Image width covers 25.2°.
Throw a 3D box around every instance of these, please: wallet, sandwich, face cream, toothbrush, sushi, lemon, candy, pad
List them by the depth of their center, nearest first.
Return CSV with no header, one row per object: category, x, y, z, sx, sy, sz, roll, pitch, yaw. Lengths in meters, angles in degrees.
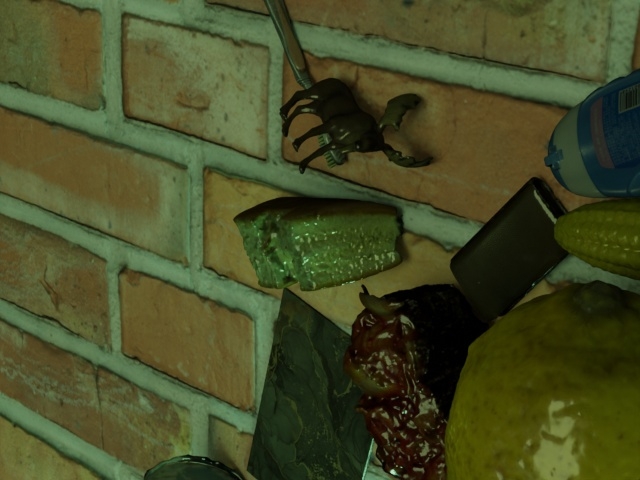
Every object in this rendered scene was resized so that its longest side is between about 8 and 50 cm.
lemon,0.312,0.222,1.658,0.350,0.350,0.387,30,135,37
face cream,0.374,-0.124,1.682,0.264,0.083,0.149,-20,74,48
candy,0.363,-0.006,1.723,0.199,0.106,0.094,11,128,49
wallet,0.255,0.015,1.892,0.110,0.031,0.198,57,135,17
sushi,0.156,0.205,1.948,0.196,0.182,0.343,-35,79,39
sandwich,0.000,0.000,2.091,0.236,0.128,0.122,-1,109,47
toothbrush,-0.041,-0.282,2.119,0.037,0.028,0.375,-29,81,55
pad,-0.010,0.288,2.275,0.248,0.007,0.367,34,124,35

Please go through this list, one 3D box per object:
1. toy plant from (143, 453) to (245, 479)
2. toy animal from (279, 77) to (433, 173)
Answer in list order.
toy plant,-0.252,0.553,2.459,0.247,0.247,0.332,50,135,24
toy animal,0.047,-0.162,2.004,0.093,0.186,0.214,76,172,-48
